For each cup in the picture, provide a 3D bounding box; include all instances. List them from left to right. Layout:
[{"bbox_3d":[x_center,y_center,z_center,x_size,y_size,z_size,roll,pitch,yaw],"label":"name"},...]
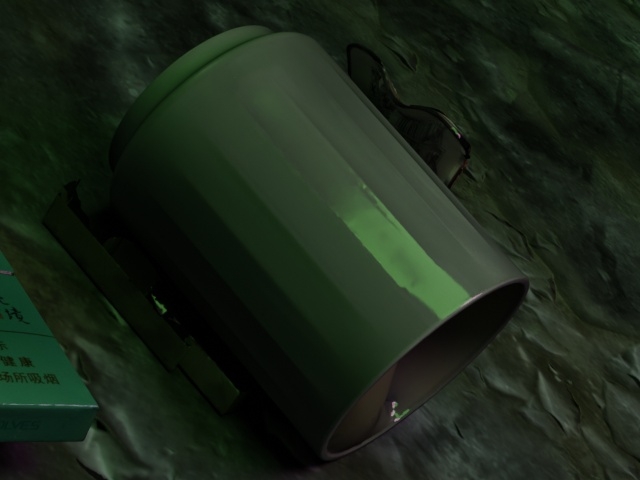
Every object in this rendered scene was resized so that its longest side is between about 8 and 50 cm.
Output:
[{"bbox_3d":[0.000,0.000,1.398,0.327,0.237,0.323,48,5,18],"label":"cup"}]

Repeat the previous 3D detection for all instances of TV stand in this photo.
[{"bbox_3d":[-0.150,0.049,1.343,0.249,0.036,0.042,48,33,16],"label":"TV stand"}]

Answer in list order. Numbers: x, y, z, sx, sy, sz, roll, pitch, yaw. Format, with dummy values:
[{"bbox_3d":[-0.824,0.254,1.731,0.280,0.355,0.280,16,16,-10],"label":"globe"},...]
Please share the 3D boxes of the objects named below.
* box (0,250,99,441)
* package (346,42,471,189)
[{"bbox_3d":[-0.282,0.061,1.154,0.162,0.041,0.229,7,31,-40],"label":"box"},{"bbox_3d":[0.077,-0.065,1.456,0.040,0.232,0.166,-31,51,-25],"label":"package"}]
